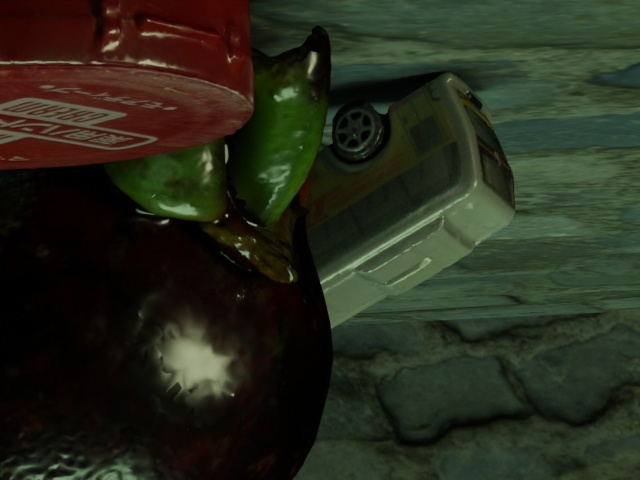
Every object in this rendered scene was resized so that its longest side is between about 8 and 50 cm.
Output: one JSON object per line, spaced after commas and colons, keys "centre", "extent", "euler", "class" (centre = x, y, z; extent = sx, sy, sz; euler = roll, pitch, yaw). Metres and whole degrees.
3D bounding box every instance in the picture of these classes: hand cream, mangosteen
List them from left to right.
{"centre": [-0.120, -0.101, 0.685], "extent": [0.193, 0.125, 0.193], "euler": [-2, 171, 0], "class": "hand cream"}
{"centre": [-0.106, 0.027, 1.024], "extent": [0.359, 0.306, 0.306], "euler": [-28, 164, 17], "class": "mangosteen"}

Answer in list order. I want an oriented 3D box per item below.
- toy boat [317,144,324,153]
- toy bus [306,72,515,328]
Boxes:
{"centre": [-0.097, -0.005, 1.371], "extent": [0.215, 0.123, 0.330], "euler": [-4, 173, 16], "class": "toy boat"}
{"centre": [0.000, 0.000, 1.198], "extent": [0.268, 0.106, 0.092], "euler": [-31, 150, 15], "class": "toy bus"}
